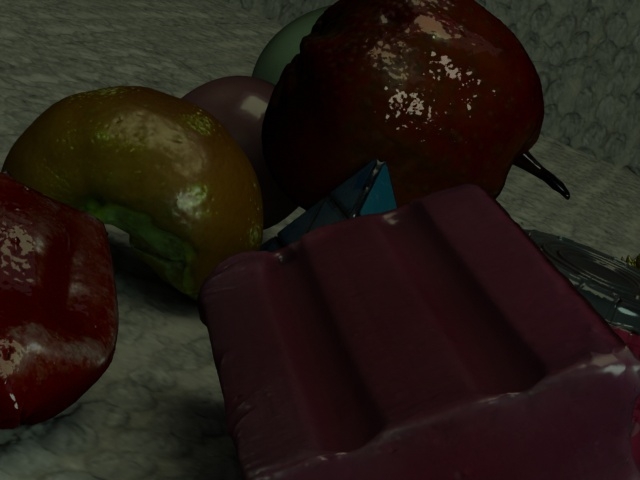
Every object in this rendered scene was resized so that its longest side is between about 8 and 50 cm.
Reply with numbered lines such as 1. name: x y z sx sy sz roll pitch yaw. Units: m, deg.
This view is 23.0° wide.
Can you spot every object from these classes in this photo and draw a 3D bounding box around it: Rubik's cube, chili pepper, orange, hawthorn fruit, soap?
1. Rubik's cube: 0.000 0.000 1.404 0.190 0.178 0.211 28 13 35
2. chili pepper: -0.201 0.056 1.057 0.253 0.136 0.144 -115 180 -57
3. orange: -0.158 -0.052 1.381 0.237 0.158 0.179 24 12 8
4. hawthorn fruit: 0.106 -0.105 1.488 0.300 0.254 0.254 30 13 -4
5. soap: 0.050 0.090 1.012 0.233 0.128 0.359 -18 19 -3

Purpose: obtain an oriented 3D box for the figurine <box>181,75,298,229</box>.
1. figurine: -0.090 -0.087 1.624 0.173 0.173 0.173 20 13 -5

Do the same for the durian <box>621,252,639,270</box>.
1. durian: 0.292 0.091 1.491 0.137 0.194 0.237 1 -5 0

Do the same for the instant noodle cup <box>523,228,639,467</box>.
1. instant noodle cup: 0.195 0.102 1.282 0.302 0.182 0.258 23 12 5

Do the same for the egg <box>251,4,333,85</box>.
1. egg: 0.031 -0.203 2.118 0.230 0.230 0.371 26 21 18
